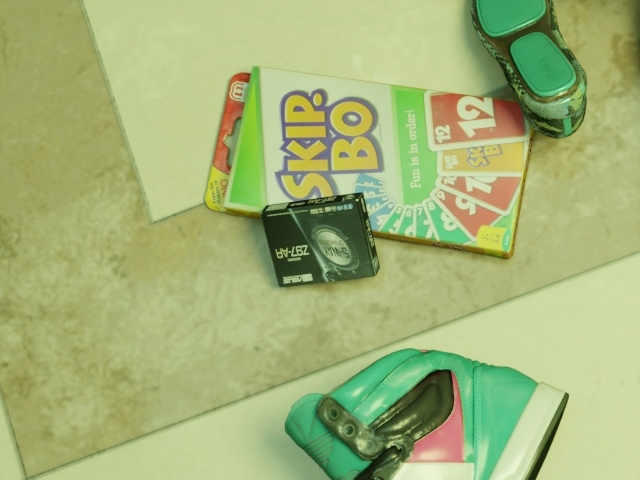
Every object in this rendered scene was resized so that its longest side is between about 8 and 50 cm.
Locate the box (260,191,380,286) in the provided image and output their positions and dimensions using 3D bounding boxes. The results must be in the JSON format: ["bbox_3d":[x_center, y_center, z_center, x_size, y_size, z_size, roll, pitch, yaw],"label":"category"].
[{"bbox_3d":[0.000,0.000,1.201,0.083,0.018,0.067,-6,110,18],"label":"box"}]

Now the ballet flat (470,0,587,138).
[{"bbox_3d":[0.165,-0.149,1.197,0.070,0.070,0.188,-17,45,6],"label":"ballet flat"}]

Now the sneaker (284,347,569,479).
[{"bbox_3d":[0.041,0.192,1.100,0.178,0.124,0.295,26,61,15],"label":"sneaker"}]

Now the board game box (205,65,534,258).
[{"bbox_3d":[0.037,-0.067,1.226,0.259,0.039,0.124,9,80,14],"label":"board game box"}]
